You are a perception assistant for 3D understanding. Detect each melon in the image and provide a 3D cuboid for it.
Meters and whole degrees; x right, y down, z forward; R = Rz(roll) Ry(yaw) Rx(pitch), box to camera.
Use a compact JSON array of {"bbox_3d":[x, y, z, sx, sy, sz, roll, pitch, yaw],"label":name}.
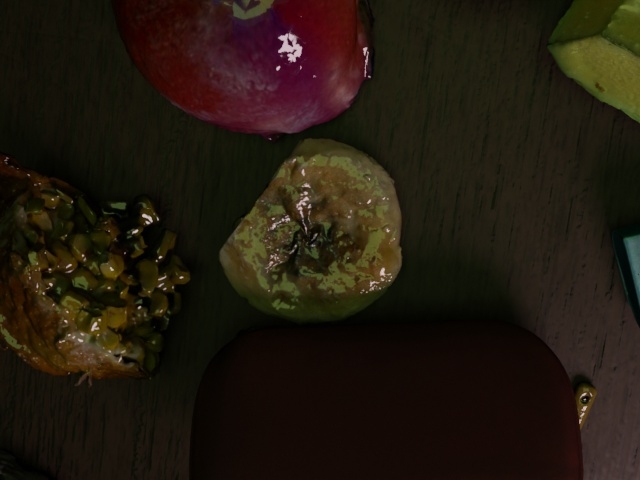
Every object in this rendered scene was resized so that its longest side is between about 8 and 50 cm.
[{"bbox_3d":[0.386,-0.268,0.781,0.196,0.124,0.323,33,94,1],"label":"melon"}]

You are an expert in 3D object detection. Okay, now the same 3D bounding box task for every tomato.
[{"bbox_3d":[-0.097,-0.262,0.823,0.289,0.176,0.335,-3,98,11],"label":"tomato"}]

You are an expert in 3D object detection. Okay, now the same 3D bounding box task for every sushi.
[{"bbox_3d":[-0.274,0.032,0.897,0.179,0.167,0.296,-31,85,33],"label":"sushi"}]

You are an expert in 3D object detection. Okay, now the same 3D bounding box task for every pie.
[{"bbox_3d":[0.000,-0.001,0.901,0.185,0.052,0.218,33,102,-2],"label":"pie"}]

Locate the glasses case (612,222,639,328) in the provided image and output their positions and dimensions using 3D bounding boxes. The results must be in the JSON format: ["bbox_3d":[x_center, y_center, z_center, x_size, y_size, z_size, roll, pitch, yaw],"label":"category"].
[{"bbox_3d":[0.465,0.003,0.831,0.301,0.070,0.117,-15,100,8],"label":"glasses case"}]

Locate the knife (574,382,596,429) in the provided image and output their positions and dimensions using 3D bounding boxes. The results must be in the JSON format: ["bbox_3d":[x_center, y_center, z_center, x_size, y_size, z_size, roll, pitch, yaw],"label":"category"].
[{"bbox_3d":[0.262,0.281,0.912,0.046,0.022,0.256,20,99,1],"label":"knife"}]

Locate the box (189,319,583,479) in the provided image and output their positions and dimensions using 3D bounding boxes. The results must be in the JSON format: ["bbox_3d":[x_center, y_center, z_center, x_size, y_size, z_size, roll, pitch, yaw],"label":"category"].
[{"bbox_3d":[0.063,0.207,0.842,0.403,0.108,0.263,-2,61,7],"label":"box"}]

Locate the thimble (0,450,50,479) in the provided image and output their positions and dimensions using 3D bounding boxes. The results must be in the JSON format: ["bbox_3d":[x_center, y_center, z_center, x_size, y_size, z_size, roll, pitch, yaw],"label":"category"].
[{"bbox_3d":[-0.413,0.409,0.936,0.291,0.195,0.292,1,98,8],"label":"thimble"}]
